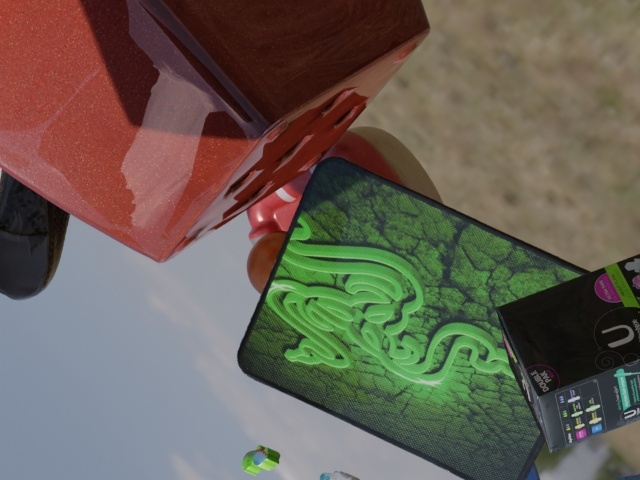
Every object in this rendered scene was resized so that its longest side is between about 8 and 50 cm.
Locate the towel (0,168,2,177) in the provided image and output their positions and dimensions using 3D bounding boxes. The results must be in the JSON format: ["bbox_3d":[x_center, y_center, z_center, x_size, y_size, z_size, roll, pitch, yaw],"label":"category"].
[{"bbox_3d":[-0.340,-0.146,1.777,0.317,0.332,0.053,39,-167,32],"label":"towel"}]

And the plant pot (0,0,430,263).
[{"bbox_3d":[-0.089,-0.149,1.260,0.236,0.267,0.267,49,138,7],"label":"plant pot"}]

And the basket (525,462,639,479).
[{"bbox_3d":[0.244,0.218,1.526,0.255,0.201,0.289,11,-118,-42],"label":"basket"}]

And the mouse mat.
[{"bbox_3d":[0.058,0.052,1.098,0.190,0.152,0.007,25,-159,6],"label":"mouse mat"}]

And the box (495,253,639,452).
[{"bbox_3d":[0.137,0.054,0.919,0.052,0.083,0.062,70,179,-48],"label":"box"}]

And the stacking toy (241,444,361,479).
[{"bbox_3d":[0.032,0.278,1.966,0.167,0.052,0.221,28,170,-32],"label":"stacking toy"}]

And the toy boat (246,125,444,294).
[{"bbox_3d":[0.000,0.000,1.601,0.231,0.151,0.151,-23,100,54],"label":"toy boat"}]

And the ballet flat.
[{"bbox_3d":[-0.234,-0.070,1.614,0.084,0.250,0.058,12,-178,6],"label":"ballet flat"}]
